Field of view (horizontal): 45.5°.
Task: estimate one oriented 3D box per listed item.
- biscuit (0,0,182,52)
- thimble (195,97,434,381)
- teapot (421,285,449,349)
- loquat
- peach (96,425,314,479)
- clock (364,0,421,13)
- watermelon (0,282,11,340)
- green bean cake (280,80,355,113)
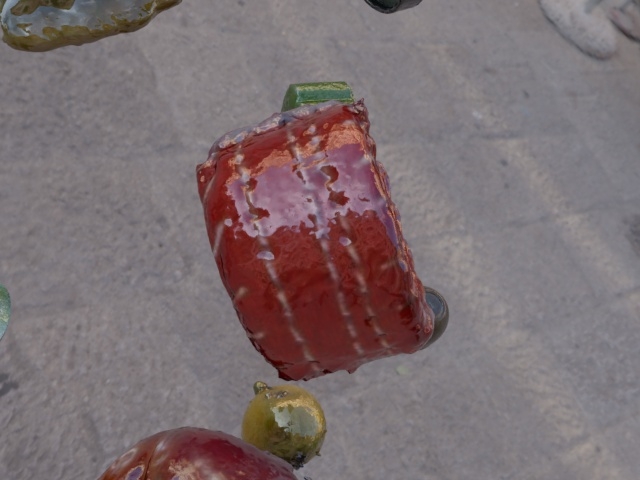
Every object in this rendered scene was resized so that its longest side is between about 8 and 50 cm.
[{"bbox_3d":[-0.355,-0.410,1.075,0.335,0.078,0.329,43,59,18],"label":"biscuit"},{"bbox_3d":[0.002,0.007,0.548,0.163,0.125,0.189,-97,166,-61],"label":"thimble"},{"bbox_3d":[0.090,0.074,0.864,0.085,0.080,0.110,-32,76,-24],"label":"teapot"},{"bbox_3d":[-0.078,0.363,1.514,0.149,0.172,0.204,10,40,-57],"label":"loquat"},{"bbox_3d":[-0.145,0.440,0.944,0.353,0.339,0.416,-67,150,-26],"label":"peach"},{"bbox_3d":[0.071,-0.370,0.938,0.040,0.184,0.184,-25,71,-15],"label":"clock"},{"bbox_3d":[-0.603,0.148,1.058,0.214,0.289,0.320,56,24,-17],"label":"watermelon"},{"bbox_3d":[-0.003,-0.120,1.281,0.125,0.248,0.222,-5,67,-15],"label":"green bean cake"}]
